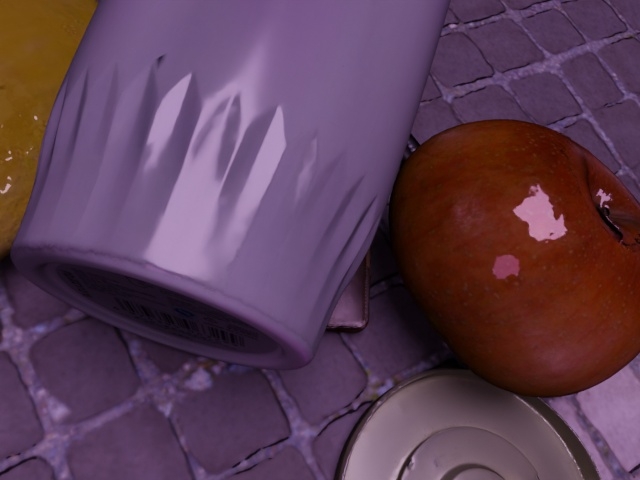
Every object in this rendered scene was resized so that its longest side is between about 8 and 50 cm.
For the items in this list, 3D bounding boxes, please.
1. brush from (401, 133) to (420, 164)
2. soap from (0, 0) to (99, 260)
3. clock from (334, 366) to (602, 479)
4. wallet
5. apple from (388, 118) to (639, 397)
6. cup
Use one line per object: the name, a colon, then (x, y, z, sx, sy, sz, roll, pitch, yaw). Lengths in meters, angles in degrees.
brush: (0.054, -0.146, 0.650, 0.042, 0.039, 0.299, -24, 70, -28)
soap: (-0.341, -0.091, 0.463, 0.306, 0.115, 0.427, 32, 61, 5)
clock: (0.124, 0.218, 0.490, 0.234, 0.029, 0.235, 6, 63, -13)
wallet: (0.000, 0.000, 0.565, 0.095, 0.026, 0.176, 4, 61, -7)
apple: (0.169, 0.007, 0.501, 0.235, 0.173, 0.211, 40, 41, -22)
cup: (-0.048, -0.111, 0.463, 0.253, 0.253, 0.372, 19, 67, -6)
